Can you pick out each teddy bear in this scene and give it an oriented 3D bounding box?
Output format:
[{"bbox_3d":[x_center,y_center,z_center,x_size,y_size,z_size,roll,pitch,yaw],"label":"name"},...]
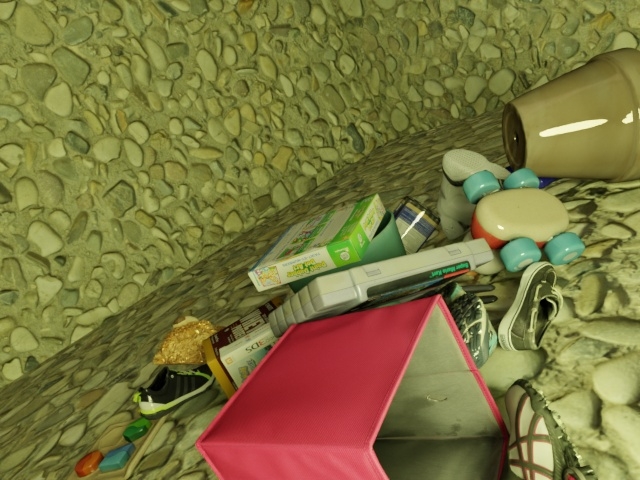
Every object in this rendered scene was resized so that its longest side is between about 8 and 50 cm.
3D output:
[{"bbox_3d":[-0.275,0.253,1.219,0.245,0.113,0.338,-12,-18,31],"label":"teddy bear"}]

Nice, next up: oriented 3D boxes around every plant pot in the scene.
[{"bbox_3d":[0.620,-0.280,1.212,0.280,0.323,0.323,-11,17,5],"label":"plant pot"},{"bbox_3d":[0.082,0.097,1.152,0.292,0.235,0.293,-25,16,8],"label":"plant pot"}]

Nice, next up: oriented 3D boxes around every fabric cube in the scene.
[{"bbox_3d":[0.058,0.260,0.629,0.258,0.259,0.254,-18,18,35],"label":"fabric cube"}]

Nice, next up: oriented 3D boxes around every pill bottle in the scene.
[{"bbox_3d":[0.220,-0.004,1.353,0.219,0.122,0.123,-53,14,6],"label":"pill bottle"}]

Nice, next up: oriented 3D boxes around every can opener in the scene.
[{"bbox_3d":[0.287,0.122,1.061,0.186,0.059,0.073,-17,18,34],"label":"can opener"}]

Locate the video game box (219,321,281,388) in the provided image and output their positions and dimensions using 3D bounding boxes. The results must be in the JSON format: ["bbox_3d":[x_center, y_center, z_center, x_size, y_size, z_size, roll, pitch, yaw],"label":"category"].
[{"bbox_3d":[-0.065,0.253,0.950,0.187,0.205,0.048,-29,17,-4],"label":"video game box"}]

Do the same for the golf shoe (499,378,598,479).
[{"bbox_3d":[0.251,0.268,0.578,0.120,0.105,0.273,-31,14,13],"label":"golf shoe"}]

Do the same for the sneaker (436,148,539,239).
[{"bbox_3d":[0.444,-0.071,1.283,0.137,0.210,0.366,-19,47,-27],"label":"sneaker"}]

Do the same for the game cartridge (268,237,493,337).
[{"bbox_3d":[0.108,0.085,0.860,0.354,0.068,0.230,-11,-12,-29],"label":"game cartridge"}]

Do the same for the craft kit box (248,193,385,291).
[{"bbox_3d":[0.000,0.000,1.062,0.246,0.061,0.250,-22,16,28],"label":"craft kit box"}]

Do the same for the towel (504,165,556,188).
[{"bbox_3d":[0.611,-0.198,1.528,0.308,0.076,0.227,-30,16,-11],"label":"towel"}]

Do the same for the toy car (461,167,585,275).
[{"bbox_3d":[0.402,0.001,1.086,0.210,0.219,0.238,-6,-34,-18],"label":"toy car"}]

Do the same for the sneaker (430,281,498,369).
[{"bbox_3d":[0.260,0.156,0.837,0.110,0.122,0.283,-47,1,14],"label":"sneaker"}]

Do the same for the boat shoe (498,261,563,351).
[{"bbox_3d":[0.395,0.117,0.881,0.070,0.078,0.219,-10,31,49],"label":"boat shoe"}]

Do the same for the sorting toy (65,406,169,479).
[{"bbox_3d":[-0.486,0.480,1.219,0.229,0.041,0.307,-22,16,17],"label":"sorting toy"}]

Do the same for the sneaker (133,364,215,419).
[{"bbox_3d":[-0.361,0.359,1.243,0.084,0.097,0.234,-4,14,36],"label":"sneaker"}]

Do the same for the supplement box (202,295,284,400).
[{"bbox_3d":[-0.115,0.259,1.036,0.194,0.191,0.129,-30,16,-12],"label":"supplement box"}]
